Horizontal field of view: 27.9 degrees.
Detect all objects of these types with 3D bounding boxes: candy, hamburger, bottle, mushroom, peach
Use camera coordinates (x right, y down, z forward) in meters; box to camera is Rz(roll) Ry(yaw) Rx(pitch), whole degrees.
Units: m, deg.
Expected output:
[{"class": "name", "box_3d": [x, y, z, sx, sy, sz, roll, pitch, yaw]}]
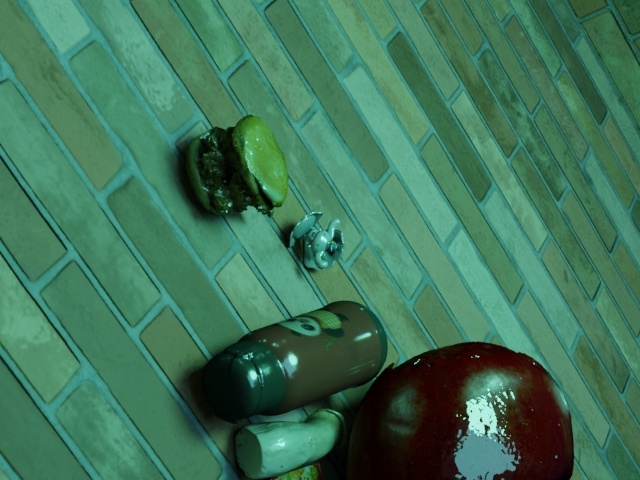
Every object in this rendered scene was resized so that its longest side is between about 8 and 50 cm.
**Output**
[{"class": "candy", "box_3d": [-0.043, 0.383, 1.974, 0.122, 0.038, 0.062, -6, 78, -53]}, {"class": "hamburger", "box_3d": [-0.127, -0.105, 2.040, 0.185, 0.131, 0.159, 55, 29, -28]}, {"class": "bottle", "box_3d": [-0.042, 0.192, 1.984, 0.336, 0.144, 0.144, -16, 86, -53]}, {"class": "mushroom", "box_3d": [-0.034, 0.309, 1.980, 0.223, 0.092, 0.081, -6, 90, -51]}, {"class": "peach", "box_3d": [0.209, 0.347, 2.076, 0.353, 0.339, 0.416, 49, 40, -3]}]

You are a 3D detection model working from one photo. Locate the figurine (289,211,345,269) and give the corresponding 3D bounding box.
[{"class": "figurine", "box_3d": [0.000, 0.000, 2.177, 0.086, 0.094, 0.082, 44, -6, 13]}]
